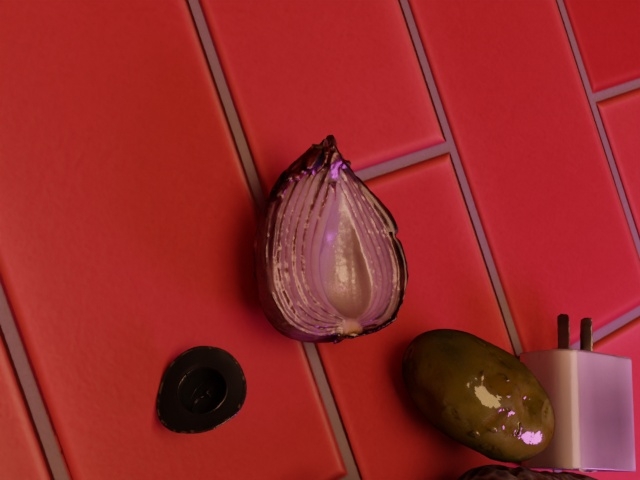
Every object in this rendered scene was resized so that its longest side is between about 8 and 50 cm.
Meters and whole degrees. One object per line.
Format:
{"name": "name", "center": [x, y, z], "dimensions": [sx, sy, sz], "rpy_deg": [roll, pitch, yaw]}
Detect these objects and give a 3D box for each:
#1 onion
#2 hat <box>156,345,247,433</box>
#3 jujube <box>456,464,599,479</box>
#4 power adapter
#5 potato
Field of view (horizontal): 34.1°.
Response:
{"name": "onion", "center": [0.000, 0.000, 1.428], "dimensions": [0.227, 0.120, 0.283], "rpy_deg": [3, 82, -35]}
{"name": "hat", "center": [-0.149, 0.195, 1.312], "dimensions": [0.121, 0.050, 0.121], "rpy_deg": [-2, 63, 4]}
{"name": "jujube", "center": [0.312, 0.433, 1.519], "dimensions": [0.317, 0.226, 0.226], "rpy_deg": [14, 72, -42]}
{"name": "power adapter", "center": [0.415, 0.248, 1.696], "dimensions": [0.187, 0.124, 0.255], "rpy_deg": [11, 73, -37]}
{"name": "potato", "center": [0.229, 0.230, 1.526], "dimensions": [0.253, 0.148, 0.186], "rpy_deg": [36, 25, -4]}
